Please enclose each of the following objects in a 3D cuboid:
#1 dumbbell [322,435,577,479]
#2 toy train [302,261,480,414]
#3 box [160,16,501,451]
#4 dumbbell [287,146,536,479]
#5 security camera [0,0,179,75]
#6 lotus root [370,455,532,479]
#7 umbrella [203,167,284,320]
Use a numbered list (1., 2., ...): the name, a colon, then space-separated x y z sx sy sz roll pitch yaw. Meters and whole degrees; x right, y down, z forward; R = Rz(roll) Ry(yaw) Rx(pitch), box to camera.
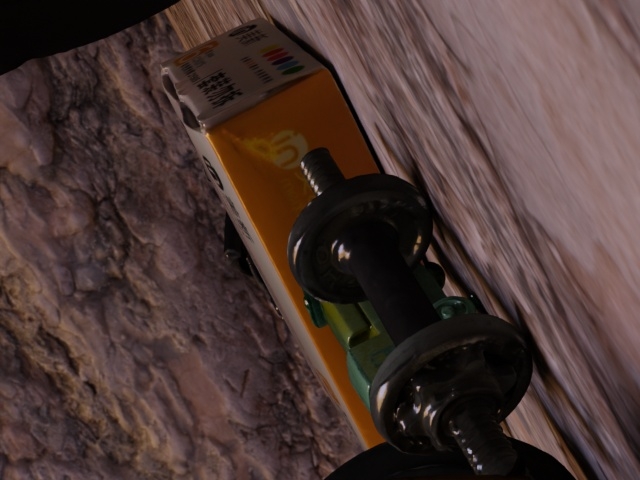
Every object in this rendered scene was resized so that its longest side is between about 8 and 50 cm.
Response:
1. dumbbell: 0.076 0.216 0.815 0.192 0.192 0.290 60 177 34
2. toy train: 0.042 0.043 0.860 0.122 0.081 0.050 55 170 45
3. box: 0.000 0.000 1.041 0.273 0.091 0.221 63 175 -22
4. dumbbell: 0.041 0.033 0.778 0.254 0.082 0.081 61 177 45
5. security camera: -0.122 -0.201 0.431 0.277 0.191 0.197 63 176 16
6. lotus root: 0.080 0.247 0.503 0.390 0.111 0.374 125 132 -67
7. umbrella: -0.054 -0.041 1.439 0.357 0.106 0.113 59 179 37
